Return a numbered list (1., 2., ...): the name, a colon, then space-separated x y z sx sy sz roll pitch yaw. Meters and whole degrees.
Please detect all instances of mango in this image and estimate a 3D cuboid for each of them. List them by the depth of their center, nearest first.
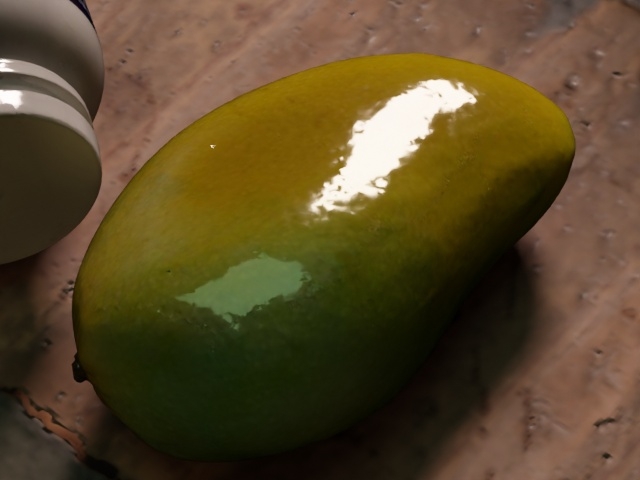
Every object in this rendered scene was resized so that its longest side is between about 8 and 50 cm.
1. mango: -0.004 0.000 0.613 0.122 0.086 0.191 21 49 35

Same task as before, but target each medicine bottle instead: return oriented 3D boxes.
1. medicine bottle: -0.144 -0.086 0.679 0.107 0.107 0.191 -19 53 -6
